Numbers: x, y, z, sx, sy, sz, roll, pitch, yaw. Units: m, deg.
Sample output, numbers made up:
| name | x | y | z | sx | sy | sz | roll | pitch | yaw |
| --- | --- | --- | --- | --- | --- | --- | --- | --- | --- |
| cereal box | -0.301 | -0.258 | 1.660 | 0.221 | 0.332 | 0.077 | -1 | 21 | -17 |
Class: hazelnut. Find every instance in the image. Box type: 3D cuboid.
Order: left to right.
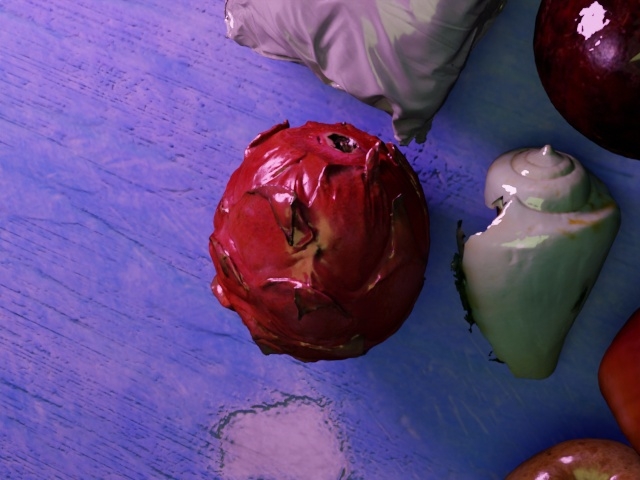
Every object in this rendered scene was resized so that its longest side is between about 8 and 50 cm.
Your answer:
| name | x | y | z | sx | sy | sz | roll | pitch | yaw |
| --- | --- | --- | --- | --- | --- | --- | --- | --- | --- |
| hazelnut | 0.363 | 0.148 | 1.057 | 0.208 | 0.208 | 0.208 | 6 | 108 | 18 |

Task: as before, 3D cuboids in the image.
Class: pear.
| name | x | y | z | sx | sy | sz | roll | pitch | yaw |
| --- | --- | --- | --- | --- | --- | --- | --- | --- | --- |
| pear | 0.269 | 0.301 | 1.112 | 0.228 | 0.188 | 0.211 | 4 | 128 | 20 |

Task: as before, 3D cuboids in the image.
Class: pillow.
| name | x | y | z | sx | sy | sz | roll | pitch | yaw |
| --- | --- | --- | --- | --- | --- | --- | --- | --- | --- |
| pillow | 0.052 | -0.278 | 1.056 | 0.283 | 0.138 | 0.310 | 35 | 113 | 17 |

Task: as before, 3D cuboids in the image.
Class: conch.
| name | x | y | z | sx | sy | sz | roll | pitch | yaw |
| --- | --- | --- | --- | --- | --- | --- | --- | --- | --- |
| conch | 0.200 | 0.025 | 1.088 | 0.137 | 0.143 | 0.251 | 28 | 116 | 19 |

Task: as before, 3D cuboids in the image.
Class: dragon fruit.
| name | x | y | z | sx | sy | sz | roll | pitch | yaw |
| --- | --- | --- | --- | --- | --- | --- | --- | --- | --- |
| dragon fruit | -0.003 | 0.004 | 1.114 | 0.240 | 0.241 | 0.252 | 14 | 96 | 16 |

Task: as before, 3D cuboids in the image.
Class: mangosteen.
| name | x | y | z | sx | sy | sz | roll | pitch | yaw |
| --- | --- | --- | --- | --- | --- | --- | --- | --- | --- |
| mangosteen | 0.301 | -0.156 | 0.971 | 0.235 | 0.236 | 0.261 | 5 | 141 | 19 |
